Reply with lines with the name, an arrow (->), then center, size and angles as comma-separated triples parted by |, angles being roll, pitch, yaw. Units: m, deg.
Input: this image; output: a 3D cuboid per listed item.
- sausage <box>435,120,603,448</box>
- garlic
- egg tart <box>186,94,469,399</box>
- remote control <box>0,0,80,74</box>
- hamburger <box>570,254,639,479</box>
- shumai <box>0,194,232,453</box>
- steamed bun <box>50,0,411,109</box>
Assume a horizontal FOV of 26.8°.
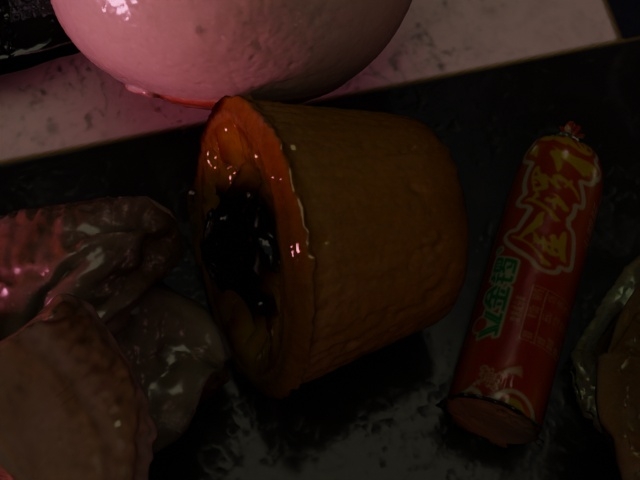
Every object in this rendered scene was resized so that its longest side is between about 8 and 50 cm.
sausage -> 0.159, 0.021, 1.009 | 0.083, 0.083, 0.264 | 17, 65, 6
garlic -> -0.208, 0.157, 0.836 | 0.279, 0.325, 0.132 | 51, 47, -13
egg tart -> 0.000, 0.000, 0.951 | 0.170, 0.215, 0.215 | -7, 65, -22
remote control -> -0.387, -0.167, 1.079 | 0.398, 0.062, 0.145 | -10, 65, -5
hamburger -> 0.323, 0.113, 0.938 | 0.285, 0.134, 0.265 | 35, 71, 11
shumai -> -0.178, 0.068, 0.929 | 0.218, 0.184, 0.185 | -7, 93, 29
steamed bun -> -0.065, -0.189, 1.016 | 0.283, 0.177, 0.283 | -1, 21, 0
